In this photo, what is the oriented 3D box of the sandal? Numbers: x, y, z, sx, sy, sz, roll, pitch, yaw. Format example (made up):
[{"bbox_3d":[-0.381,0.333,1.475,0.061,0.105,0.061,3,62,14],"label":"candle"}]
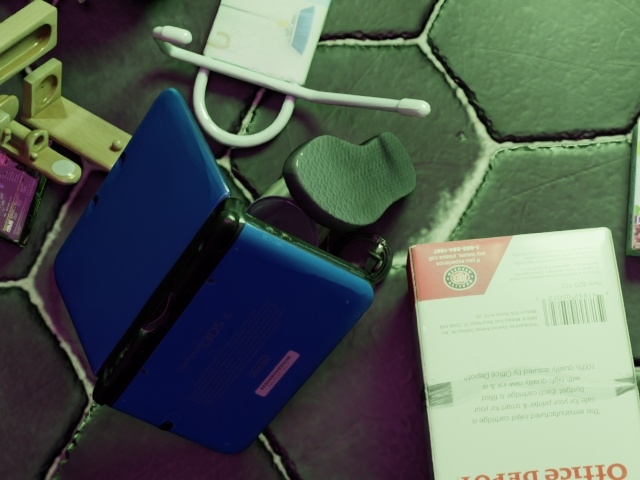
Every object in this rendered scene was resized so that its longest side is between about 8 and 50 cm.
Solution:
[{"bbox_3d":[0.028,-0.054,1.445,0.054,0.254,0.097,-25,85,25],"label":"sandal"}]

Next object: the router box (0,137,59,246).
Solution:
[{"bbox_3d":[-0.347,-0.063,1.554,0.092,0.038,0.122,17,82,4],"label":"router box"}]

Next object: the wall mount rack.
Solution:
[{"bbox_3d":[-0.002,-0.260,1.527,0.304,0.130,0.350,17,83,5],"label":"wall mount rack"}]

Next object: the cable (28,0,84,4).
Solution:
[{"bbox_3d":[-0.333,-0.385,1.611,0.139,0.072,0.287,-24,68,15],"label":"cable"}]

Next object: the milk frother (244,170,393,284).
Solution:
[{"bbox_3d":[0.000,0.000,1.482,0.143,0.135,0.129,18,116,10],"label":"milk frother"}]

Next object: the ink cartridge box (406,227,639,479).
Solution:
[{"bbox_3d":[0.201,0.144,1.432,0.207,0.117,0.283,-5,67,1],"label":"ink cartridge box"}]

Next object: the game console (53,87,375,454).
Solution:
[{"bbox_3d":[-0.117,0.038,1.453,0.250,0.293,0.173,26,37,-18],"label":"game console"}]

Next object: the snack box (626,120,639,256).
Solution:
[{"bbox_3d":[0.380,-0.052,1.526,0.100,0.037,0.141,5,81,1],"label":"snack box"}]

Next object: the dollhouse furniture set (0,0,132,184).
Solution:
[{"bbox_3d":[-0.270,-0.143,1.470,0.123,0.151,0.144,30,48,17],"label":"dollhouse furniture set"}]
